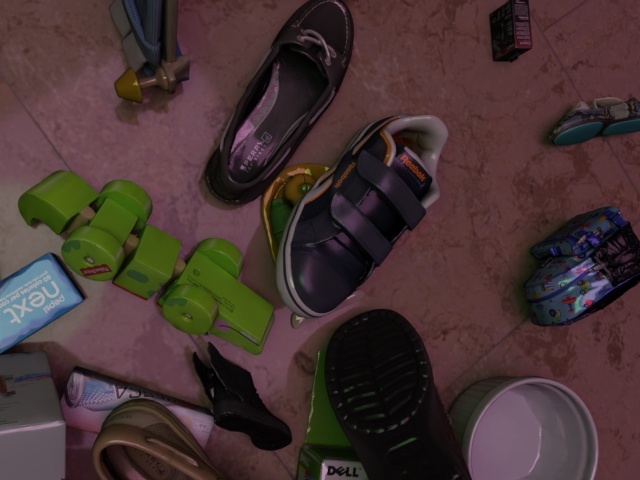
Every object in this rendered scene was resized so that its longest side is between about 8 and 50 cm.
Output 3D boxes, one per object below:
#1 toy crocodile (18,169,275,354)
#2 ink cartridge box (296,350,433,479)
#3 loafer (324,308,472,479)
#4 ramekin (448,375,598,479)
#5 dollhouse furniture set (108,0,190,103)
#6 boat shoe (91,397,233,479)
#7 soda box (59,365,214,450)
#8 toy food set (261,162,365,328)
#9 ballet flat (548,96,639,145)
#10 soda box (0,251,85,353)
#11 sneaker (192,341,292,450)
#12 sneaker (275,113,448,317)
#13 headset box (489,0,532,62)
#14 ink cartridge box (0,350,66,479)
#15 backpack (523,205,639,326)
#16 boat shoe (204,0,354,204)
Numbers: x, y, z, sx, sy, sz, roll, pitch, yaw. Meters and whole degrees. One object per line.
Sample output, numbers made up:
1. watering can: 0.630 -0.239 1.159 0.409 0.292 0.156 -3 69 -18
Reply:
1. toy crocodile: -0.203 0.032 0.794 0.340 0.105 0.115 34 42 -18
2. ink cartridge box: 0.074 0.288 0.866 0.188 0.097 0.255 9 84 -16
3. loafer: 0.099 0.247 0.796 0.133 0.366 0.130 -19 137 4
4. ramekin: 0.274 0.290 0.923 0.207 0.109 0.207 1 87 -17
5. dollhouse furniture set: -0.266 -0.327 0.696 0.198 0.286 0.303 -18 81 -18
6. boat shoe: -0.122 0.326 0.723 0.341 0.110 0.121 44 90 -7
7. soda box: -0.224 0.213 0.796 0.183 0.058 0.063 22 80 -16
8. toy food set: 0.000 0.000 0.873 0.128 0.071 0.218 -15 91 -18
9. ballet flat: 0.433 -0.193 1.034 0.188 0.070 0.070 -9 90 -20
10. soda box: -0.383 0.099 0.748 0.210 0.067 0.071 -34 97 -17
11. sneaker: -0.097 0.203 0.834 0.051 0.089 0.170 -32 136 16
12. sneaker: 0.059 -0.048 0.816 0.126 0.127 0.321 44 57 -25
13. headset box: 0.288 -0.314 0.987 0.032 0.062 0.083 -4 87 -17
14. ink cartridge box: -0.332 0.206 0.654 0.127 0.176 0.128 -2 104 -27
15. backpack: 0.368 0.047 0.950 0.173 0.158 0.117 -35 89 -5
16. boat shoe: -0.039 -0.192 0.859 0.112 0.095 0.335 32 78 -13
